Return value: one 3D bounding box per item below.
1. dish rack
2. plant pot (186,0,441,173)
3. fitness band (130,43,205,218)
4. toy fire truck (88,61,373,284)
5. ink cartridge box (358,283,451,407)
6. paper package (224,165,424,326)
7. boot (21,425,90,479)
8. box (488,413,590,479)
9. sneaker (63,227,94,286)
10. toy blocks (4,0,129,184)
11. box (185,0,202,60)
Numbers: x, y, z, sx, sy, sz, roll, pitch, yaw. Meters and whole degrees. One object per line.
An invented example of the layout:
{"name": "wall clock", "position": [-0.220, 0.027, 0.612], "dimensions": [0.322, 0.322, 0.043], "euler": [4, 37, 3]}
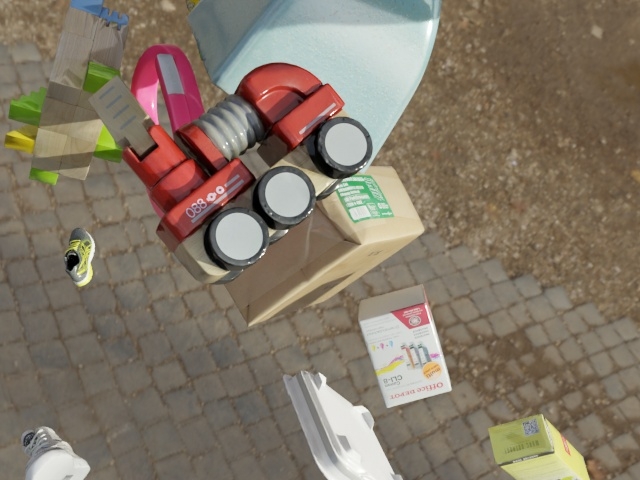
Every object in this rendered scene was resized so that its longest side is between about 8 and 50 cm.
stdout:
{"name": "dish rack", "position": [0.062, 0.425, 1.678], "dimensions": [0.285, 0.072, 0.333], "euler": [44, 9, -33]}
{"name": "plant pot", "position": [0.008, -0.290, 1.017], "dimensions": [0.247, 0.252, 0.248], "euler": [27, 22, -32]}
{"name": "fitness band", "position": [-0.242, -0.174, 1.242], "dimensions": [0.054, 0.209, 0.291], "euler": [-6, 69, -28]}
{"name": "toy fire truck", "position": [-0.109, -0.104, 0.788], "dimensions": [0.217, 0.158, 0.246], "euler": [-42, 93, -20]}
{"name": "ink cartridge box", "position": [0.155, 0.193, 1.440], "dimensions": [0.128, 0.127, 0.176], "euler": [-17, 102, 7]}
{"name": "paper package", "position": [0.000, 0.000, 1.489], "dimensions": [0.168, 0.309, 0.325], "euler": [59, 27, 11]}
{"name": "boot", "position": [-0.533, 0.414, 1.493], "dimensions": [0.123, 0.258, 0.095], "euler": [38, 72, 12]}
{"name": "box", "position": [0.333, 0.329, 1.171], "dimensions": [0.232, 0.087, 0.058], "euler": [42, 33, -46]}
{"name": "sneaker", "position": [-0.305, 0.015, 0.986], "dimensions": [0.031, 0.035, 0.083], "euler": [-19, 57, 5]}
{"name": "toy blocks", "position": [-0.407, -0.289, 1.344], "dimensions": [0.190, 0.381, 0.261], "euler": [14, 63, -20]}
{"name": "box", "position": [-0.082, -0.472, 1.240], "dimensions": [0.177, 0.279, 0.290], "euler": [9, 43, 23]}
